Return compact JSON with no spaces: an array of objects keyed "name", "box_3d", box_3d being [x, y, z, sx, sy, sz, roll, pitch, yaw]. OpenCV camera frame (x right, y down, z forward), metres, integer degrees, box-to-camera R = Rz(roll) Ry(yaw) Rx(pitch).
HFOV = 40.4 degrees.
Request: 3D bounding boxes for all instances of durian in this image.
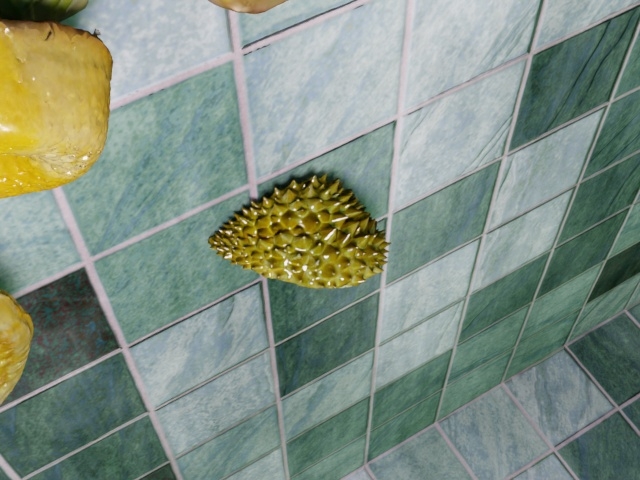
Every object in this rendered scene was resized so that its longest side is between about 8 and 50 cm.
[{"name":"durian","box_3d":[0.000,0.000,1.306,0.306,0.172,0.166,-16,170,-46]}]

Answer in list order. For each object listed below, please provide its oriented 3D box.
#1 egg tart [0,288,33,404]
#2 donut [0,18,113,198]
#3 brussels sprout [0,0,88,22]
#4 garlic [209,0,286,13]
[{"name":"egg tart","box_3d":[-0.484,0.122,0.984,0.319,0.128,0.319,-24,148,-16]},{"name":"donut","box_3d":[-0.309,-0.104,0.731,0.277,0.108,0.277,-7,171,-1]},{"name":"brussels sprout","box_3d":[-0.260,-0.230,0.717,0.155,0.117,0.155,-11,139,-10]},{"name":"garlic","box_3d":[0.006,-0.306,0.794,0.338,0.196,0.151,-24,108,-27]}]
